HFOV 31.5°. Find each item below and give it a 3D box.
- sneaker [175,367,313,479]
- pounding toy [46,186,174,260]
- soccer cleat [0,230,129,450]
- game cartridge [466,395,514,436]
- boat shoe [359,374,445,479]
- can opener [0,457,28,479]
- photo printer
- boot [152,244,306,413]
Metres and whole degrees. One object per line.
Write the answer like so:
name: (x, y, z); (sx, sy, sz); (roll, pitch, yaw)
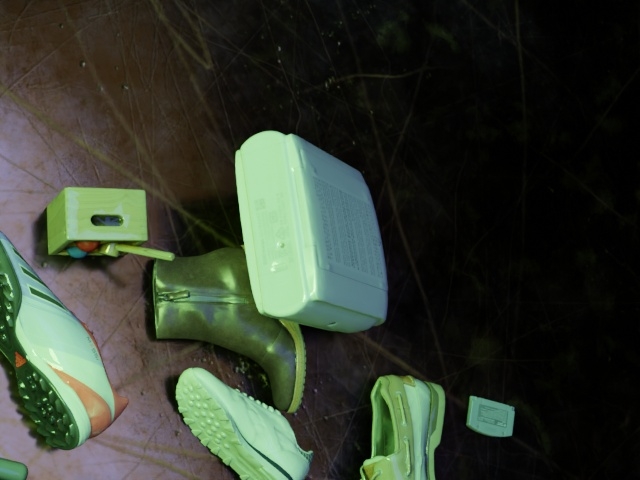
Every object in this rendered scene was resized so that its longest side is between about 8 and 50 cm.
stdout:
sneaker: (-0.108, 0.260, 1.606); (0.235, 0.090, 0.095); (50, 50, -12)
pounding toy: (-0.287, -0.012, 1.544); (0.141, 0.130, 0.100); (1, 78, -26)
soccer cleat: (-0.368, 0.117, 1.504); (0.116, 0.108, 0.318); (-28, 89, -49)
game cartridge: (0.271, 0.284, 1.814); (0.083, 0.017, 0.056); (18, 68, -21)
boat shoe: (0.109, 0.346, 1.674); (0.103, 0.113, 0.302); (18, 61, -20)
can opener: (-0.499, 0.278, 1.403); (0.280, 0.093, 0.074); (22, 69, -25)
photo printer: (0.000, 0.000, 1.621); (0.307, 0.107, 0.256); (20, 58, -64)
boot: (-0.133, 0.132, 1.630); (0.206, 0.090, 0.249); (-5, 81, -15)
